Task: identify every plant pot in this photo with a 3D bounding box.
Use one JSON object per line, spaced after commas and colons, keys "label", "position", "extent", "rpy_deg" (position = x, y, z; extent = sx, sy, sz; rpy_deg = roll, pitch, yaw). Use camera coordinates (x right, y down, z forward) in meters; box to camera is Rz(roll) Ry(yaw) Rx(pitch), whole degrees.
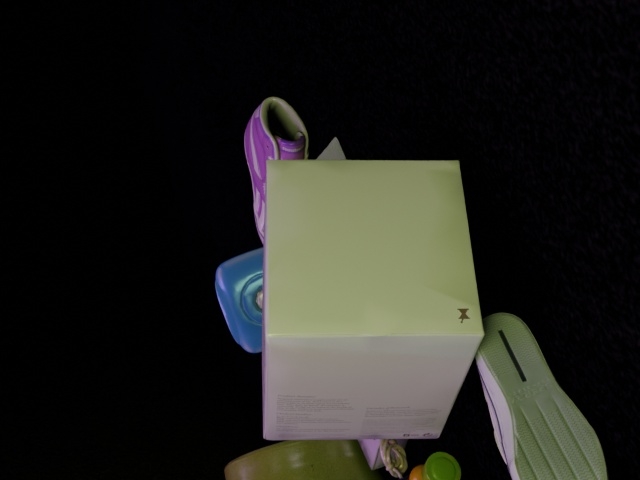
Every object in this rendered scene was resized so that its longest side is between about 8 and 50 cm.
{"label": "plant pot", "position": [0.000, 0.499, 1.525], "extent": [0.366, 0.366, 0.353], "rpy_deg": [109, 149, -67]}

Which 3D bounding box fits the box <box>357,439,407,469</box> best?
{"label": "box", "position": [0.067, 0.171, 1.405], "extent": [0.322, 0.058, 0.232], "rpy_deg": [97, 151, -56]}

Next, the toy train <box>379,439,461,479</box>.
{"label": "toy train", "position": [0.132, 0.309, 1.230], "extent": [0.248, 0.105, 0.143], "rpy_deg": [60, 151, 24]}

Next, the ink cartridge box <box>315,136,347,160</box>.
{"label": "ink cartridge box", "position": [0.000, 0.000, 1.294], "extent": [0.171, 0.056, 0.235], "rpy_deg": [-46, 57, 38]}

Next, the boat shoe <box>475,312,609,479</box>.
{"label": "boat shoe", "position": [0.203, 0.174, 0.885], "extent": [0.076, 0.083, 0.226], "rpy_deg": [74, -178, -56]}

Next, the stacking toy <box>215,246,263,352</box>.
{"label": "stacking toy", "position": [-0.096, 0.086, 1.800], "extent": [0.302, 0.165, 0.175], "rpy_deg": [-102, -8, -83]}

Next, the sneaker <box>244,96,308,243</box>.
{"label": "sneaker", "position": [-0.051, -0.082, 1.466], "extent": [0.161, 0.102, 0.282], "rpy_deg": [130, 121, -70]}

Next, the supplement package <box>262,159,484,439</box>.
{"label": "supplement package", "position": [0.039, 0.070, 1.004], "extent": [0.263, 0.199, 0.198], "rpy_deg": [96, 173, -58]}
